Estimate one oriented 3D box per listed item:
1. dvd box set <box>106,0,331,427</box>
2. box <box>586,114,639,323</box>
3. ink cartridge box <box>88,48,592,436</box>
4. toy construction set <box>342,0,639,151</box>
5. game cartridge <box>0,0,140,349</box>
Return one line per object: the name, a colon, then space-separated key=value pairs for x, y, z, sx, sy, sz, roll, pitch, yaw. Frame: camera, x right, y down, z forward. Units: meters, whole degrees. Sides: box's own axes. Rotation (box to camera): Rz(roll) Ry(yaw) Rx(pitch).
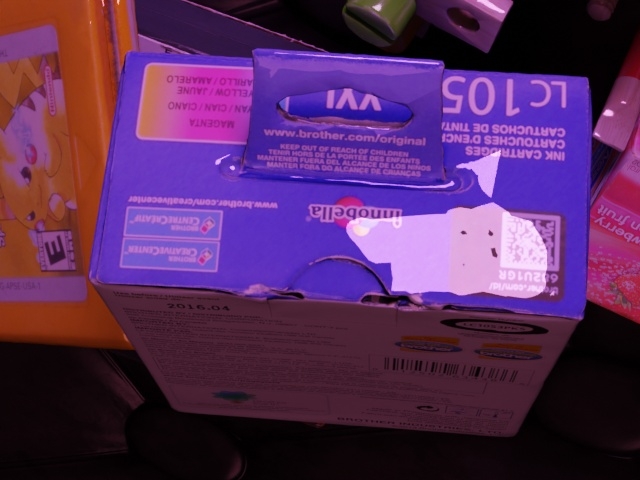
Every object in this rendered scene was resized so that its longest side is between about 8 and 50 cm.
dvd box set: x=-0.086 y=-0.014 z=1.213 sx=0.308 sy=0.062 sz=0.420 roll=21 pitch=138 yaw=1
box: x=0.334 y=0.000 z=0.990 sx=0.300 sy=0.142 sz=0.154 roll=25 pitch=139 yaw=-3
ink cartridge box: x=0.019 y=0.009 z=0.848 sx=0.270 sy=0.151 sz=0.395 roll=4 pitch=163 yaw=3
toy construction set: x=0.101 y=-0.164 z=0.823 sx=0.309 sy=0.237 sz=0.257 roll=38 pitch=152 yaw=-21
game cartridge: x=-0.257 y=-0.057 z=1.095 sx=0.324 sy=0.053 sz=0.285 roll=-2 pitch=96 yaw=41
